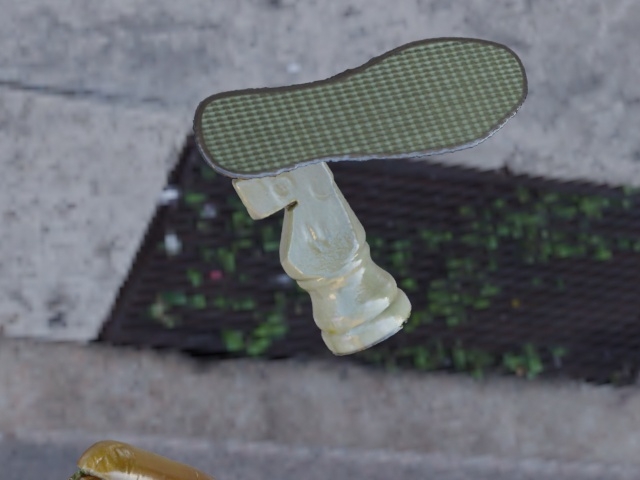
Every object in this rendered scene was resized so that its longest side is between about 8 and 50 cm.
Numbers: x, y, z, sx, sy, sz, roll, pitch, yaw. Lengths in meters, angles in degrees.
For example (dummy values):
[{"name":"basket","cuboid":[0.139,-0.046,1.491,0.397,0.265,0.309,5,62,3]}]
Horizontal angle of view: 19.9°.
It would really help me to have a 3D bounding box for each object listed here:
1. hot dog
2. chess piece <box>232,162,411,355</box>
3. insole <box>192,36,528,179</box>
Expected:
[{"name":"hot dog","cuboid":[-0.159,0.266,1.801,0.100,0.068,0.249,-53,140,6]},{"name":"chess piece","cuboid":[0.000,0.000,1.669,0.090,0.090,0.200,-23,108,21]},{"name":"insole","cuboid":[0.033,-0.089,1.246,0.253,0.086,0.005,-14,166,-21]}]
